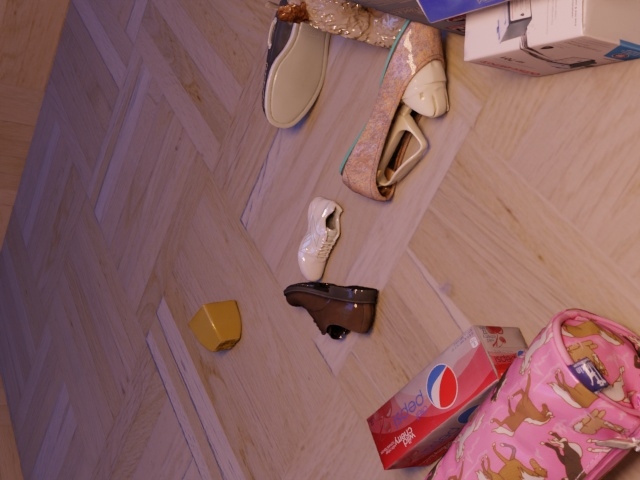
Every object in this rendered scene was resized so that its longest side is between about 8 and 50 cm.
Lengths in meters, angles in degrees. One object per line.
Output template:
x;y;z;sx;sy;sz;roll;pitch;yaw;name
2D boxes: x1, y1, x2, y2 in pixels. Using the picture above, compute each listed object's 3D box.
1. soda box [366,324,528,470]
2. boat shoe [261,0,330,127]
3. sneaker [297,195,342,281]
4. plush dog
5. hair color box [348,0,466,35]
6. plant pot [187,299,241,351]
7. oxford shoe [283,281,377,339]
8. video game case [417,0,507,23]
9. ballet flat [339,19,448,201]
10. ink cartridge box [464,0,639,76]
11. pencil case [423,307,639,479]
0.176;0.221;1.191;0.263;0.092;0.083;-51;47;39;soda box
-0.045;-0.357;1.599;0.091;0.114;0.303;23;93;54;boat shoe
0.000;0.000;1.521;0.061;0.053;0.152;14;97;53;sneaker
0.037;-0.445;1.358;0.262;0.210;0.225;37;119;38;plush dog
0.102;-0.406;1.144;0.113;0.374;0.185;6;90;56;hair color box
-0.210;0.181;1.782;0.081;0.081;0.083;-49;58;40;plant pot
0.006;0.118;1.470;0.227;0.082;0.096;6;94;57;oxford shoe
0.276;-0.370;1.028;0.269;0.244;0.061;2;130;56;video game case
0.135;-0.194;1.331;0.106;0.107;0.316;42;126;27;ballet flat
0.290;-0.260;1.055;0.190;0.139;0.082;-1;87;56;ink cartridge box
0.245;0.263;1.032;0.386;0.160;0.167;-60;-4;31;pencil case
